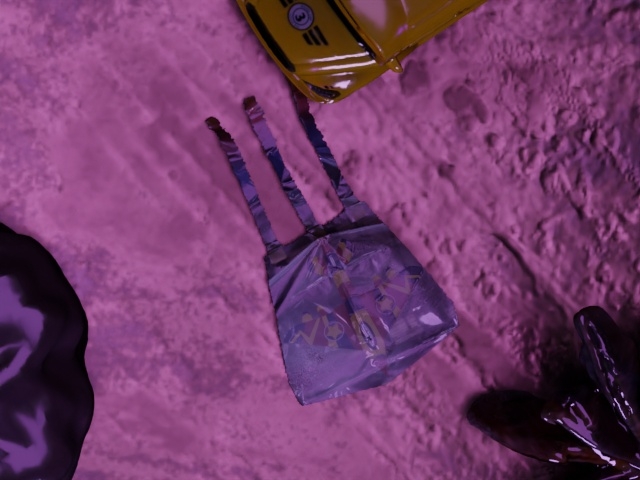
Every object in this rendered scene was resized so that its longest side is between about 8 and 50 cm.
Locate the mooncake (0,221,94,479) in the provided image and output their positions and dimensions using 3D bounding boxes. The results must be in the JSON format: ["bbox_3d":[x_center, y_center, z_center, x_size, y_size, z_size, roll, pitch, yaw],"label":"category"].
[{"bbox_3d":[-0.292,0.101,1.355,0.283,0.141,0.283,-1,97,-10],"label":"mooncake"}]

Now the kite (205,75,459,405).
[{"bbox_3d":[0.000,0.000,1.465,0.141,0.015,0.245,-28,98,-9],"label":"kite"}]

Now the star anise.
[{"bbox_3d":[0.245,0.161,1.472,0.212,0.129,0.283,-28,107,-2],"label":"star anise"}]

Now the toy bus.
[{"bbox_3d":[0.089,-0.228,1.364,0.331,0.151,0.145,-33,99,12],"label":"toy bus"}]
